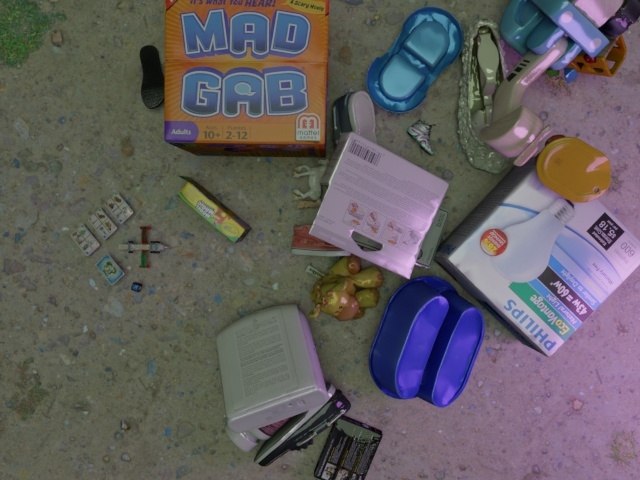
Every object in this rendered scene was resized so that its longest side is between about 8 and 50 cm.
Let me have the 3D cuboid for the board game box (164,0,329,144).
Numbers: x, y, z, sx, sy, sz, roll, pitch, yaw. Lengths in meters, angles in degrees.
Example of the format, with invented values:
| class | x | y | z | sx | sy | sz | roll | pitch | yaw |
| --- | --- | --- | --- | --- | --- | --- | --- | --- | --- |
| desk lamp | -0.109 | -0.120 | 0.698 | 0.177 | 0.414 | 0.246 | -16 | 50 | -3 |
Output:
| class | x | y | z | sx | sy | sz | roll | pitch | yaw |
| --- | --- | --- | --- | --- | --- | --- | --- | --- | --- |
| board game box | -0.160 | -0.394 | 1.602 | 0.356 | 0.356 | 0.356 | 1 | 92 | 1 |

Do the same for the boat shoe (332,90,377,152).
| class | x | y | z | sx | sy | sz | roll | pitch | yaw |
| --- | --- | --- | --- | --- | --- | --- | --- | --- | --- |
| boat shoe | 0.088 | -0.231 | 1.753 | 0.099 | 0.116 | 0.319 | 6 | 104 | 45 |

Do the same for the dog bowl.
| class | x | y | z | sx | sy | sz | roll | pitch | yaw |
| --- | --- | --- | --- | --- | --- | --- | --- | --- | --- |
| dog bowl | 0.244 | -0.467 | 1.736 | 0.166 | 0.074 | 0.297 | 38 | 93 | -1 |

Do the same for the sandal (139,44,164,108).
| class | x | y | z | sx | sy | sz | roll | pitch | yaw |
| --- | --- | --- | --- | --- | --- | --- | --- | --- | --- |
| sandal | -0.448 | -0.435 | 1.770 | 0.067 | 0.040 | 0.179 | -7 | 78 | -4 |

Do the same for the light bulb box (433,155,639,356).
| class | x | y | z | sx | sy | sz | roll | pitch | yaw |
| --- | --- | --- | --- | --- | --- | --- | --- | --- | --- |
| light bulb box | 0.541 | 0.034 | 1.675 | 0.358 | 0.225 | 0.361 | 43 | 91 | -1 |

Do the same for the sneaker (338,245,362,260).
| class | x | y | z | sx | sy | sz | roll | pitch | yaw |
| --- | --- | --- | --- | --- | --- | --- | --- | --- | --- |
| sneaker | 0.101 | -0.005 | 1.760 | 0.061 | 0.065 | 0.158 | 36 | 92 | -1 |

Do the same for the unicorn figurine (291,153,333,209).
| class | x | y | z | sx | sy | sz | roll | pitch | yaw |
| --- | --- | --- | --- | --- | --- | --- | --- | --- | --- |
| unicorn figurine | -0.020 | -0.164 | 1.763 | 0.111 | 0.060 | 0.162 | 3 | 112 | 4 |

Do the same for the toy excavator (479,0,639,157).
| class | x | y | z | sx | sy | sz | roll | pitch | yaw |
| --- | --- | --- | --- | --- | --- | --- | --- | --- | --- |
| toy excavator | 0.531 | -0.459 | 1.588 | 0.222 | 0.433 | 0.445 | 28 | 120 | -26 |

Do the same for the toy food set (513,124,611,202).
| class | x | y | z | sx | sy | sz | roll | pitch | yaw |
| --- | --- | --- | --- | --- | --- | --- | --- | --- | --- |
| toy food set | 0.560 | -0.179 | 1.519 | 0.218 | 0.071 | 0.128 | 30 | 111 | -7 |

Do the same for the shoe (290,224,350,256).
| class | x | y | z | sx | sy | sz | roll | pitch | yaw |
| --- | --- | --- | --- | --- | --- | --- | --- | --- | --- |
| shoe | 0.000 | 0.000 | 1.737 | 0.178 | 0.063 | 0.081 | 3 | 90 | 32 |

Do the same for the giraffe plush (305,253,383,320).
| class | x | y | z | sx | sy | sz | roll | pitch | yaw |
| --- | --- | --- | --- | --- | --- | --- | --- | --- | --- |
| giraffe plush | 0.050 | 0.137 | 1.697 | 0.210 | 0.170 | 0.181 | 14 | 108 | 3 |

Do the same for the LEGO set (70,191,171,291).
| class | x | y | z | sx | sy | sz | roll | pitch | yaw |
| --- | --- | --- | --- | --- | --- | --- | --- | --- | --- |
| LEGO set | -0.532 | 0.017 | 1.791 | 0.182 | 0.060 | 0.244 | -43 | 82 | 6 |

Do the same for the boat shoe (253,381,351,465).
| class | x | y | z | sx | sy | sz | roll | pitch | yaw |
| --- | --- | --- | --- | --- | --- | --- | --- | --- | --- |
| boat shoe | -0.049 | 0.510 | 1.759 | 0.302 | 0.114 | 0.091 | -43 | 97 | 11 |

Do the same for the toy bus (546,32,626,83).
| class | x | y | z | sx | sy | sz | roll | pitch | yaw |
| --- | --- | --- | --- | --- | --- | --- | --- | --- | --- |
| toy bus | 0.677 | -0.483 | 1.701 | 0.191 | 0.104 | 0.202 | -22 | 49 | 25 |

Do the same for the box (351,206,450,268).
| class | x | y | z | sx | sy | sz | roll | pitch | yaw |
| --- | --- | --- | --- | --- | --- | --- | --- | --- | --- |
| box | 0.170 | -0.050 | 1.694 | 0.290 | 0.087 | 0.169 | 18 | 91 | -23 |

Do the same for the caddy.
| class | x | y | z | sx | sy | sz | roll | pitch | yaw |
| --- | --- | --- | --- | --- | --- | --- | --- | --- | --- |
| caddy | 0.267 | 0.264 | 1.717 | 0.241 | 0.179 | 0.341 | 19 | 92 | -22 |

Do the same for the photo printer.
| class | x | y | z | sx | sy | sz | roll | pitch | yaw |
| --- | --- | --- | --- | --- | --- | --- | --- | --- | --- |
| photo printer | -0.135 | 0.308 | 1.683 | 0.256 | 0.307 | 0.107 | -21 | 135 | 2 |

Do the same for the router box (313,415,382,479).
| class | x | y | z | sx | sy | sz | roll | pitch | yaw |
| --- | --- | --- | --- | --- | --- | --- | --- | --- | --- |
| router box | 0.075 | 0.579 | 1.794 | 0.133 | 0.046 | 0.179 | 22 | 92 | 0 |

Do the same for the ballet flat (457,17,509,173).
| class | x | y | z | sx | sy | sz | roll | pitch | yaw |
| --- | --- | --- | --- | --- | --- | --- | --- | --- | --- |
| ballet flat | 0.425 | -0.375 | 1.708 | 0.147 | 0.147 | 0.409 | -7 | 93 | 1 |

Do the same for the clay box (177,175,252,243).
| class | x | y | z | sx | sy | sz | roll | pitch | yaw |
| --- | --- | --- | --- | --- | --- | --- | --- | --- | --- |
| clay box | -0.287 | -0.083 | 1.732 | 0.222 | 0.127 | 0.053 | 39 | 93 | 0 |

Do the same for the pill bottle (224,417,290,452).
| class | x | y | z | sx | sy | sz | roll | pitch | yaw |
| --- | --- | --- | --- | --- | --- | --- | --- | --- | --- |
| pill bottle | -0.142 | 0.449 | 1.755 | 0.221 | 0.121 | 0.121 | -44 | 91 | 2 |

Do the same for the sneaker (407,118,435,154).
| class | x | y | z | sx | sy | sz | roll | pitch | yaw |
| --- | --- | --- | --- | --- | --- | --- | --- | --- | --- |
| sneaker | 0.286 | -0.281 | 1.759 | 0.069 | 0.038 | 0.098 | -43 | 92 | 3 |

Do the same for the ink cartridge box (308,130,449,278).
| class | x | y | z | sx | sy | sz | roll | pitch | yaw |
| --- | --- | --- | --- | --- | --- | --- | --- | --- | --- |
| ink cartridge box | 0.134 | -0.082 | 1.591 | 0.296 | 0.066 | 0.261 | 25 | 87 | -21 |
